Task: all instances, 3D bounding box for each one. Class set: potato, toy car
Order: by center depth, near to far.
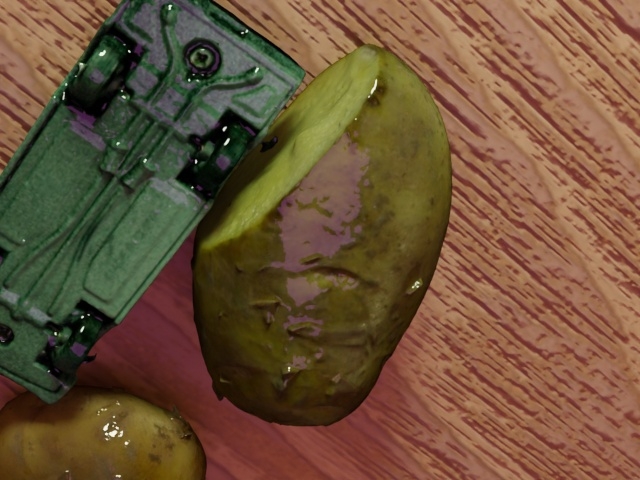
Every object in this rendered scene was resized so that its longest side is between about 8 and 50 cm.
[{"bbox_3d":[-0.153,-0.033,0.907,0.141,0.097,0.321,35,107,-14],"label":"toy car"},{"bbox_3d":[0.000,0.000,0.926,0.176,0.141,0.298,9,107,-25],"label":"potato"},{"bbox_3d":[-0.177,0.181,0.996,0.175,0.137,0.137,1,115,-5],"label":"potato"}]
